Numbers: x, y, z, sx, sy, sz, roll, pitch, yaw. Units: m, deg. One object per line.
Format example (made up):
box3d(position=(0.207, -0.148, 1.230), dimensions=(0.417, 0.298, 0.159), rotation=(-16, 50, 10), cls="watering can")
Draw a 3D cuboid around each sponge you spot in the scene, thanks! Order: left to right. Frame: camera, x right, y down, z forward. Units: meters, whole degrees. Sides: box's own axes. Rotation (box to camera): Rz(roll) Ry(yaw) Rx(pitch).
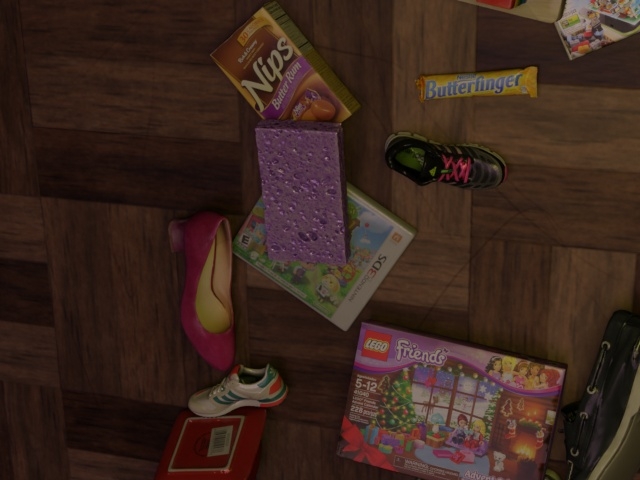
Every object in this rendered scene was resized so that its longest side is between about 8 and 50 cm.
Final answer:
box3d(position=(-0.022, -0.064, 1.664), dimensions=(0.117, 0.031, 0.210), rotation=(5, 123, 16), cls="sponge")

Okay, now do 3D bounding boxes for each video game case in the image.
box3d(position=(0.000, 0.000, 1.733), dimensions=(0.212, 0.023, 0.193), rotation=(35, 118, 3), cls="video game case")

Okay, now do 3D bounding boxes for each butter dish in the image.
box3d(position=(-0.153, 0.345, 1.872), dimensions=(0.160, 0.160, 0.118), rotation=(-6, 131, 22), cls="butter dish")

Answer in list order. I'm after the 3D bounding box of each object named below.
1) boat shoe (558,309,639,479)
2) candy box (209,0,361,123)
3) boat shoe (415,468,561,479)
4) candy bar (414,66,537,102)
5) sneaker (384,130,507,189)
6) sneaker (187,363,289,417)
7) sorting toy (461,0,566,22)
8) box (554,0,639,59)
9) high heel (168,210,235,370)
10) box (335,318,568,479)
box3d(position=(0.382, 0.241, 1.655), dimensions=(0.113, 0.127, 0.340), rotation=(37, 131, 35), cls="boat shoe")
box3d(position=(-0.048, -0.216, 1.647), dimensions=(0.109, 0.053, 0.186), rotation=(-38, 94, 28), cls="candy box")
box3d(position=(0.236, 0.374, 1.778), dimensions=(0.228, 0.068, 0.081), rotation=(-8, 108, 21), cls="boat shoe")
box3d(position=(0.203, -0.202, 1.586), dimensions=(0.162, 0.018, 0.040), rotation=(-1, 110, 18), cls="candy bar")
box3d(position=(0.160, -0.098, 1.610), dimensions=(0.170, 0.075, 0.063), rotation=(16, 115, 12), cls="sneaker")
box3d(position=(-0.132, 0.218, 1.837), dimensions=(0.161, 0.057, 0.075), rotation=(-10, 127, 18), cls="sneaker")
box3d(position=(0.180, -0.407, 1.446), dimensions=(0.257, 0.089, 0.255), rotation=(19, 115, 22), cls="sorting toy")
box3d(position=(0.377, -0.310, 1.472), dimensions=(0.207, 0.036, 0.114), rotation=(-22, 102, 25), cls="box")
box3d(position=(-0.147, 0.075, 1.769), dimensions=(0.117, 0.082, 0.244), rotation=(-3, 100, 49), cls="high heel")
box3d(position=(0.182, 0.240, 1.715), dimensions=(0.293, 0.057, 0.200), rotation=(12, 95, 15), cls="box")
